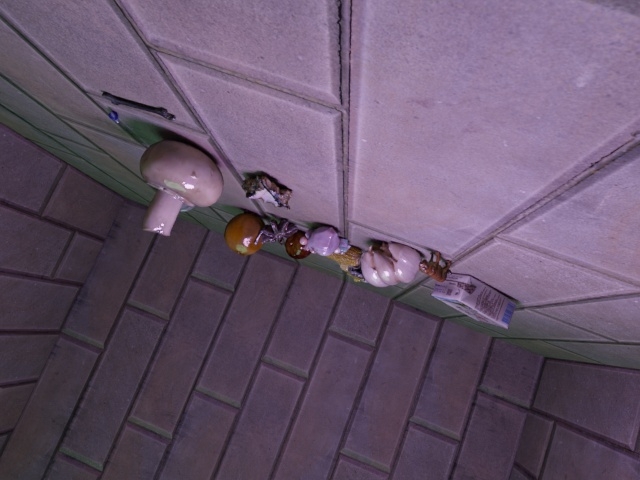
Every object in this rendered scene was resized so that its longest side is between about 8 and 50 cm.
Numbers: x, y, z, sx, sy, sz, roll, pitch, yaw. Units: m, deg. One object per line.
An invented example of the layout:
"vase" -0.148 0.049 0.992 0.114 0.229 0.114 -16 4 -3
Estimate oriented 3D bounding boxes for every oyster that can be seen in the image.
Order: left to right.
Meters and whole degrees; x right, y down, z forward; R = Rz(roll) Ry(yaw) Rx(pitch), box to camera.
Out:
"oyster" -0.201 -0.176 1.638 0.198 0.092 0.259 20 179 7

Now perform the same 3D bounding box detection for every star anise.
"star anise" -0.227 -0.044 2.234 0.231 0.089 0.209 -9 145 -7

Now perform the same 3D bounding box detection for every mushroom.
"mushroom" -0.513 -0.174 1.575 0.314 0.336 0.314 21 179 0

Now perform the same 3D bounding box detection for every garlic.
"garlic" 0.269 0.102 1.853 0.203 0.185 0.281 48 161 -24

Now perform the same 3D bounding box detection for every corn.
"corn" 0.083 0.053 2.237 0.293 0.106 0.106 21 171 30

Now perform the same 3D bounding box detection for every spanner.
"spanner" -0.546 -0.402 1.330 0.254 0.015 0.054 19 168 16

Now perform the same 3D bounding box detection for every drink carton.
"drink carton" 0.684 0.262 1.970 0.324 0.132 0.194 28 169 -23

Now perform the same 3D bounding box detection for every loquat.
"loquat" -0.395 -0.035 2.346 0.238 0.238 0.193 15 168 32

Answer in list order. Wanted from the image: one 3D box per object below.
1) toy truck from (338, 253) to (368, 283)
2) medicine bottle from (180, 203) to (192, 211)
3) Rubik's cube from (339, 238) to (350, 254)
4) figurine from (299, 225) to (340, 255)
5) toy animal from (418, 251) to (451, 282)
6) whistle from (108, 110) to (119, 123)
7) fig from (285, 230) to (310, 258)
"toy truck" 0.185 0.141 2.405 0.157 0.124 0.272 16 169 27
"medicine bottle" -0.711 -0.229 2.247 0.147 0.147 0.143 20 174 8
"Rubik's cube" 0.099 0.027 2.116 0.084 0.075 0.073 21 168 -3
"figurine" 0.000 0.000 2.030 0.200 0.133 0.276 16 177 -18
"toy animal" 0.450 0.107 1.722 0.057 0.099 0.241 13 166 44
"whistle" -0.705 -0.423 1.514 0.033 0.029 0.083 56 168 -9
"fig" -0.109 0.034 2.369 0.149 0.148 0.202 -7 153 10
